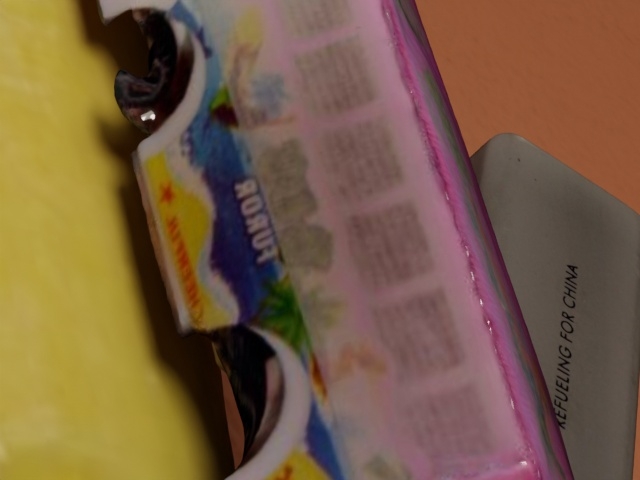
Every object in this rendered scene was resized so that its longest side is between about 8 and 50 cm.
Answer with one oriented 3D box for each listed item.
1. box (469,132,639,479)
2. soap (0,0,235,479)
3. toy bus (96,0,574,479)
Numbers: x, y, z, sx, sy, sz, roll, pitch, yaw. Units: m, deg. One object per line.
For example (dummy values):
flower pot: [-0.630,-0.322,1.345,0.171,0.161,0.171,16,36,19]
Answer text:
box: [0.093,0.061,0.869,0.103,0.055,0.244,32,41,-16]
soap: [-0.175,-0.056,0.691,0.306,0.115,0.427,11,52,-32]
toy bus: [0.000,0.000,0.660,0.090,0.112,0.274,43,26,-58]
